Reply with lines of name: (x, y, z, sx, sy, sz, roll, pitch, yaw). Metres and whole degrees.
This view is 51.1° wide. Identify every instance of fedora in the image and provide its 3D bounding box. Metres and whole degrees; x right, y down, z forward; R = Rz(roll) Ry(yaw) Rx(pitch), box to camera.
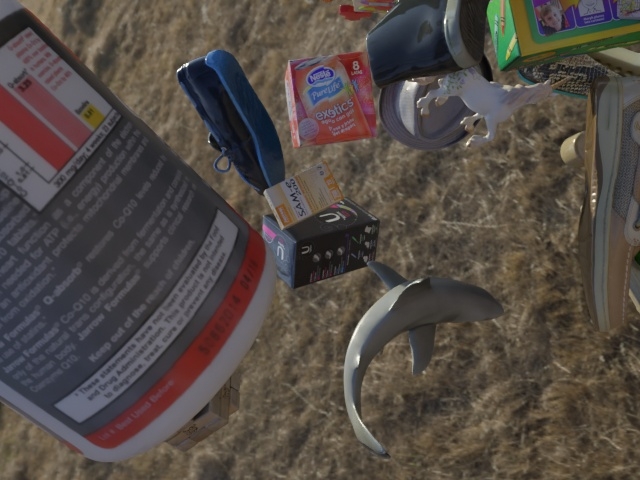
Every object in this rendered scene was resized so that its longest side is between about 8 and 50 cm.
fedora: (0.258, -0.306, 1.456, 0.276, 0.243, 0.124, -56, 14, 22)

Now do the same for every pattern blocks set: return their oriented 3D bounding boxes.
pattern blocks set: (0.134, -0.536, 1.485, 0.285, 0.325, 0.026, 5, 94, 18)

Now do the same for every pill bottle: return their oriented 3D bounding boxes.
pill bottle: (-0.218, -0.033, 0.450, 0.210, 0.363, 0.210, -35, 25, 19)

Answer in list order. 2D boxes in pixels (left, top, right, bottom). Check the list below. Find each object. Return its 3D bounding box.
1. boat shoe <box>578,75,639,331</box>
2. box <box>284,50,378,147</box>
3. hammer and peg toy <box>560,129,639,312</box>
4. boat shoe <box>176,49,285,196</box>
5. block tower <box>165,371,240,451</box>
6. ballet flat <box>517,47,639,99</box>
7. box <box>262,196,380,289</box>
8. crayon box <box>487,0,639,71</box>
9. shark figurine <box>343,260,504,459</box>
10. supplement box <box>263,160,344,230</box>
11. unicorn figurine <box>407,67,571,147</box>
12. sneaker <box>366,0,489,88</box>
boat shoe: (0.407, -0.043, 0.883, 0.110, 0.121, 0.342, 1, 101, 13)
box: (0.011, -0.261, 1.283, 0.300, 0.142, 0.154, -123, 25, -82)
hammer and peg toy: (0.592, -0.061, 1.140, 0.265, 0.127, 0.362, -29, 88, -1)
boat shoe: (-0.128, -0.171, 1.006, 0.088, 0.258, 0.109, -7, 41, 19)
block tower: (-0.247, 0.140, 0.811, 0.097, 0.335, 0.091, -38, 32, 22)
ballet flat: (0.612, -0.312, 1.261, 0.182, 0.482, 0.164, 114, 175, -46)
box: (0.000, 0.000, 1.762, 0.165, 0.270, 0.144, 37, 133, 44)
crayon box: (0.368, -0.343, 0.902, 0.081, 0.278, 0.166, 150, 108, -87)
shark figurine: (0.088, 0.095, 0.741, 0.278, 0.166, 0.116, -42, -13, -34)
supplement box: (-0.024, -0.064, 0.961, 0.062, 0.098, 0.036, 63, 169, 0)
unicorn figurine: (0.187, -0.161, 0.766, 0.111, 0.161, 0.060, 134, 149, -53)
sneaker: (0.117, -0.266, 0.730, 0.118, 0.083, 0.222, -9, 50, 35)
